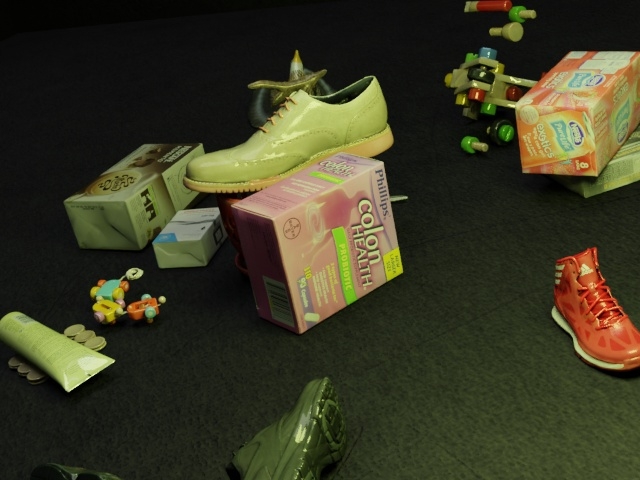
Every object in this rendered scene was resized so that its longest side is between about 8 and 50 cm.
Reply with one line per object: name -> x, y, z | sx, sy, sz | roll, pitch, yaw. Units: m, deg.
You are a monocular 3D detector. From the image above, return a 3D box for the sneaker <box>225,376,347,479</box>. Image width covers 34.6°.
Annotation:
sneaker -> -0.049, 0.271, 1.312 | 0.130, 0.109, 0.286 | -9, 23, 21

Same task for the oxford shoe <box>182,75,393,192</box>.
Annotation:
oxford shoe -> -0.064, -0.190, 1.815 | 0.397, 0.146, 0.140 | -20, 27, -21

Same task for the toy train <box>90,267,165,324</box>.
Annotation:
toy train -> -0.345, 0.113, 1.836 | 0.125, 0.046, 0.166 | -17, 29, -14

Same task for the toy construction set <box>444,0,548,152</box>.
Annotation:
toy construction set -> 0.360, -0.377, 2.270 | 0.258, 0.308, 0.237 | -17, 20, -29

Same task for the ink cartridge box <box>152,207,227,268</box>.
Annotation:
ink cartridge box -> -0.248, -0.015, 2.034 | 0.104, 0.060, 0.180 | -4, 26, 18

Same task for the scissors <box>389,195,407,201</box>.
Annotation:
scissors -> 0.023, -0.067, 2.077 | 0.297, 0.021, 0.109 | 3, 27, 27

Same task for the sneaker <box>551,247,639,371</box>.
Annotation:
sneaker -> 0.386, 0.090, 1.457 | 0.087, 0.128, 0.221 | -19, 25, -13

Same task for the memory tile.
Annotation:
memory tile -> -0.448, 0.193, 1.749 | 0.148, 0.012, 0.113 | -29, 30, -33

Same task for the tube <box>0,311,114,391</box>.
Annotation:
tube -> -0.447, 0.184, 1.694 | 0.240, 0.062, 0.070 | 19, 82, 39

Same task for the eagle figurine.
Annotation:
eagle figurine -> -0.058, -0.365, 2.587 | 0.226, 0.225, 0.298 | 29, -7, -3

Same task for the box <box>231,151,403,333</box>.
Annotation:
box -> 0.000, 0.000, 1.716 | 0.243, 0.213, 0.117 | -29, 30, -32

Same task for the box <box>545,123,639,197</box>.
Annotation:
box -> 0.562, -0.167, 1.997 | 0.231, 0.056, 0.183 | -19, 27, -13

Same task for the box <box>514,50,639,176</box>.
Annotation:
box -> 0.502, -0.247, 1.956 | 0.154, 0.142, 0.300 | 6, 31, 33

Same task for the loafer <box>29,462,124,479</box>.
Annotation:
loafer -> -0.323, 0.332, 1.370 | 0.170, 0.062, 0.061 | 0, -11, 39

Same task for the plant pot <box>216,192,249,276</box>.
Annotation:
plant pot -> -0.080, -0.033, 1.865 | 0.191, 0.174, 0.191 | -10, 25, 5

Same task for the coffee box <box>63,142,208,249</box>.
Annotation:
coffee box -> -0.380, -0.098, 2.197 | 0.168, 0.118, 0.297 | 2, 29, 29
